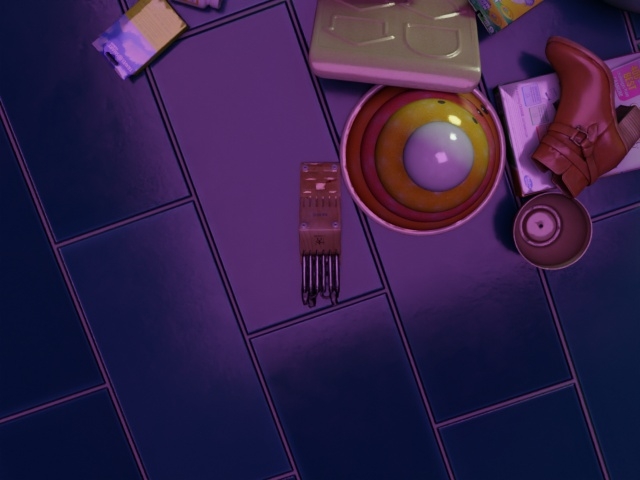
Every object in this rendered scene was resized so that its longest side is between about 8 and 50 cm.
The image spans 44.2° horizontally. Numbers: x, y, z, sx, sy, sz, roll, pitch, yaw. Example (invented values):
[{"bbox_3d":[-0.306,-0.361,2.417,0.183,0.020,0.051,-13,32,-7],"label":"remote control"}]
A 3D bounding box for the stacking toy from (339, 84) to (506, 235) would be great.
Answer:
[{"bbox_3d":[0.212,-0.155,1.470,0.350,0.480,0.351,0,98,1],"label":"stacking toy"}]

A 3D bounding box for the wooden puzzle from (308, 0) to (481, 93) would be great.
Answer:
[{"bbox_3d":[0.148,-0.417,1.569,0.322,0.348,0.080,6,141,0],"label":"wooden puzzle"}]

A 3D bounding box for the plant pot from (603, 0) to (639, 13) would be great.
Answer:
[{"bbox_3d":[0.604,-0.578,1.534,0.196,0.293,0.293,2,98,27],"label":"plant pot"}]

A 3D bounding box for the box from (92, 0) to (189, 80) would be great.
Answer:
[{"bbox_3d":[-0.379,-0.434,1.663,0.178,0.042,0.109,-40,94,6],"label":"box"}]

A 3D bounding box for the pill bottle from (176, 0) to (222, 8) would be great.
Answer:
[{"bbox_3d":[-0.263,-0.521,1.640,0.116,0.065,0.065,17,97,-2],"label":"pill bottle"}]

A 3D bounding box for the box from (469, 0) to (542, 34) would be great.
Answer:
[{"bbox_3d":[0.381,-0.500,1.603,0.179,0.043,0.105,-38,96,-25],"label":"box"}]

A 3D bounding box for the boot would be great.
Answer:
[{"bbox_3d":[0.493,-0.244,1.575,0.220,0.109,0.283,-44,104,-1],"label":"boot"}]

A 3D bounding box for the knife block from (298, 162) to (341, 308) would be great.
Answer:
[{"bbox_3d":[0.000,0.000,1.704,0.088,0.242,0.276,0,52,0],"label":"knife block"}]

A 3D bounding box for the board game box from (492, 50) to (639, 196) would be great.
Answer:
[{"bbox_3d":[0.547,-0.243,1.656,0.316,0.064,0.242,-12,93,2],"label":"board game box"}]

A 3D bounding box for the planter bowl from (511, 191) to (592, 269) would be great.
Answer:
[{"bbox_3d":[0.479,-0.026,1.670,0.162,0.109,0.162,0,98,1],"label":"planter bowl"}]
